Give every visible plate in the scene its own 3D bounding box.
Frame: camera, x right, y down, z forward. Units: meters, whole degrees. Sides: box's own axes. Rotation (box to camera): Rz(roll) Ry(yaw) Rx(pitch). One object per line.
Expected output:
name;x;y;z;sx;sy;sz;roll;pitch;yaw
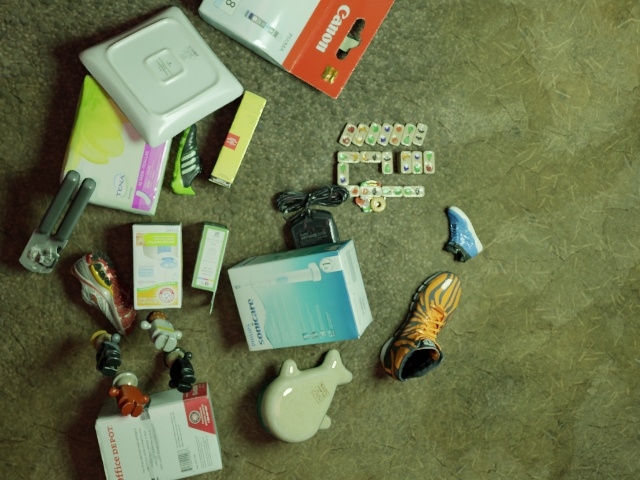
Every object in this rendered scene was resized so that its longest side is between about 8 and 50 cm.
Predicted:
plate;-0.358;-0.392;1.506;0.278;0.045;0.277;-38;87;-24

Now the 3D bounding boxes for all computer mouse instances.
computer mouse;0.000;0.000;1.671;0.189;0.072;0.272;-8;92;7

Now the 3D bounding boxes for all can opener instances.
can opener;-0.603;-0.044;1.506;0.076;0.095;0.283;27;111;-23

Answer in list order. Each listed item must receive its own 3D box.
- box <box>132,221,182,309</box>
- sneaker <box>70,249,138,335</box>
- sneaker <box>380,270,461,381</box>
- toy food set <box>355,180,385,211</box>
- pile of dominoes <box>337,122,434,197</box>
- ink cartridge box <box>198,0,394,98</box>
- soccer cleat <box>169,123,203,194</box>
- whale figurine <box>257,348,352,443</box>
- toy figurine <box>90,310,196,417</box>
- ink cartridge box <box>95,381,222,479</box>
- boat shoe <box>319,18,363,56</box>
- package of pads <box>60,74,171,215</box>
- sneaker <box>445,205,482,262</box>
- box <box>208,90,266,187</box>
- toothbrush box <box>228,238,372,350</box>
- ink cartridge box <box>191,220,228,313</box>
box;-0.393;0.059;1.589;0.114;0.103;0.203;0;96;-10
sneaker;-0.523;0.133;1.595;0.093;0.088;0.225;-20;105;19
sneaker;0.288;0.234;1.697;0.125;0.180;0.321;31;90;-12
toy food set;0.132;-0.115;1.710;0.083;0.020;0.083;3;96;-11
pile of dominoes;0.167;-0.210;1.684;0.251;0.040;0.195;-1;89;-11
ink cartridge box;-0.049;-0.571;1.568;0.385;0.091;0.308;31;89;-3
soccer cleat;-0.319;-0.199;1.603;0.072;0.060;0.178;11;101;-21
whale figurine;-0.046;0.397;1.696;0.272;0.141;0.216;-39;103;-29
toy figurine;-0.420;0.285;1.559;0.213;0.148;0.209;-25;120;-13
ink cartridge box;-0.398;0.488;1.631;0.273;0.114;0.196;-10;99;-9
boat shoe;0.050;-0.506;1.643;0.133;0.042;0.049;34;103;-4
package of pads;-0.474;-0.221;1.544;0.229;0.101;0.296;12;93;-12
sneaker;0.363;-0.011;1.746;0.085;0.058;0.152;-36;108;-14
box;-0.204;-0.245;1.601;0.058;0.087;0.232;23;93;-12
toothbrush box;-0.049;0.134;1.587;0.296;0.126;0.216;-12;99;21
ink cartridge box;-0.277;0.063;1.609;0.062;0.109;0.209;11;94;-11
